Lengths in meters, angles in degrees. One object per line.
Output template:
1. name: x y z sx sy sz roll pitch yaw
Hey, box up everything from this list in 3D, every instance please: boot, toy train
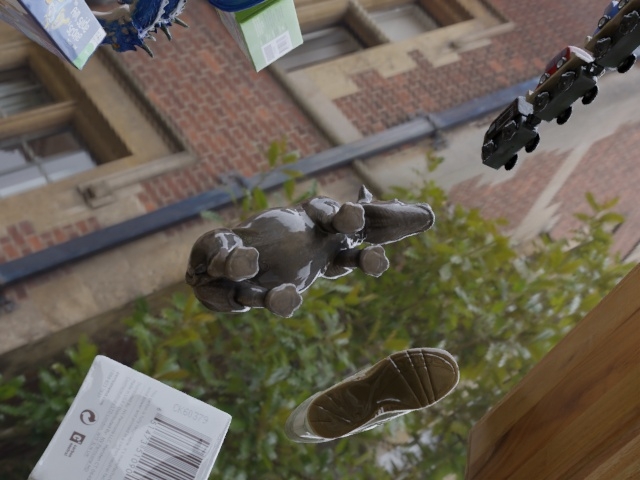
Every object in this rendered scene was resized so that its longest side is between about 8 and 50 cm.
1. boot: 0.063 0.206 1.325 0.077 0.213 0.165 67 -20 9
2. toy train: 0.148 -0.095 0.602 0.158 0.027 0.036 -45 -151 48

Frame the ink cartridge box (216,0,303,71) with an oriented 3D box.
1. ink cartridge box: -0.141 -0.424 1.619 0.255 0.097 0.189 56 -4 14

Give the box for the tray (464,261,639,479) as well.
1. tray: 0.273 0.183 1.038 0.076 0.202 0.411 25 -48 -8

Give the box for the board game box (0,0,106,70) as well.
1. board game box: -0.219 -0.185 0.621 0.136 0.035 0.201 34 -7 7

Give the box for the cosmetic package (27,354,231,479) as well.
1. cosmetic package: -0.203 0.244 1.026 0.151 0.151 0.183 26 -42 -3

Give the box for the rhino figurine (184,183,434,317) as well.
1. rhino figurine: 0.000 0.000 0.810 0.106 0.243 0.073 1 -74 52

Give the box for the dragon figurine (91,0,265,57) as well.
1. dragon figurine: -0.062 -0.234 0.770 0.289 0.085 0.144 -14 -51 15
